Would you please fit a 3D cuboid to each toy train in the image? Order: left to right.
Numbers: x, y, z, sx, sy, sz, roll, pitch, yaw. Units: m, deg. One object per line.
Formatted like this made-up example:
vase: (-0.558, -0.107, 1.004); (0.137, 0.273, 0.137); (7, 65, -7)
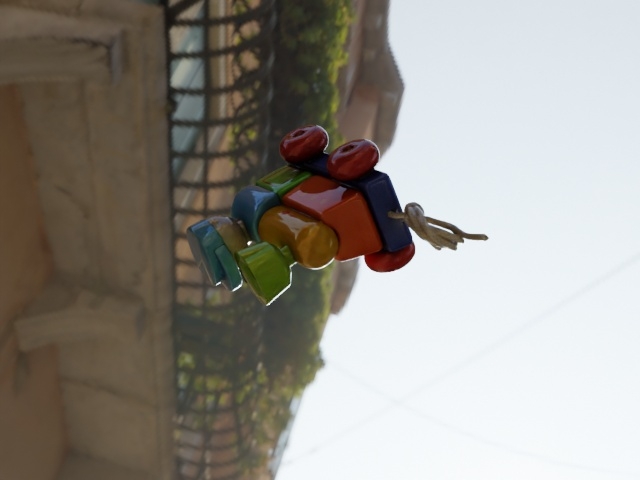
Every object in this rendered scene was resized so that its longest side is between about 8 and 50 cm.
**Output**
toy train: (0.000, 0.000, 0.892); (0.248, 0.143, 0.105); (26, -37, 61)
